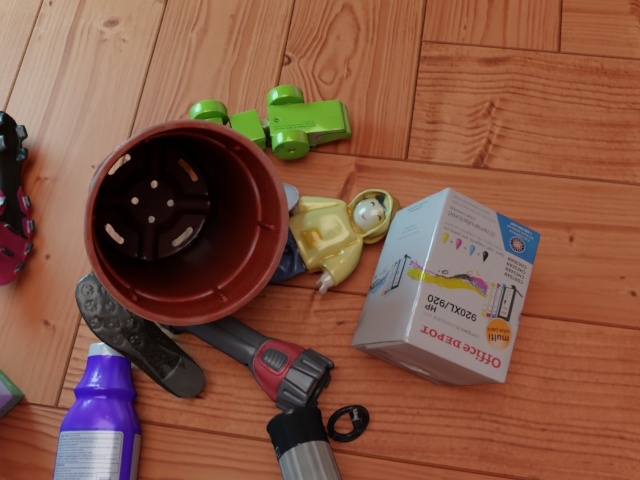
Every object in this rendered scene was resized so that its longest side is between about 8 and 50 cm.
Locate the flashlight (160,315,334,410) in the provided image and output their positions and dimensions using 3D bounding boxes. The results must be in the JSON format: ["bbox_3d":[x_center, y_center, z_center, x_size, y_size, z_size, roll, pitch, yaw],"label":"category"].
[{"bbox_3d":[-0.130,0.159,1.157,0.304,0.103,0.103,27,111,18],"label":"flashlight"}]

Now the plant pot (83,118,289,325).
[{"bbox_3d":[-0.220,-0.043,1.091,0.272,0.265,0.272,-5,102,-24],"label":"plant pot"}]

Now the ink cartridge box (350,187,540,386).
[{"bbox_3d":[0.182,0.077,1.095,0.171,0.168,0.233,25,71,-17],"label":"ink cartridge box"}]

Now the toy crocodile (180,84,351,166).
[{"bbox_3d":[-0.116,-0.182,1.290,0.340,0.105,0.115,-11,68,-5],"label":"toy crocodile"}]

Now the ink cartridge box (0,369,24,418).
[{"bbox_3d":[-0.564,0.240,1.006,0.207,0.353,0.119,-43,85,-12],"label":"ink cartridge box"}]

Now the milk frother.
[{"bbox_3d":[0.014,0.308,1.060,0.143,0.129,0.135,-24,53,2],"label":"milk frother"}]

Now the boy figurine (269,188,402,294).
[{"bbox_3d":[0.000,0.000,1.209,0.285,0.092,0.177,-17,64,1],"label":"boy figurine"}]

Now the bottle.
[{"bbox_3d":[-0.329,0.297,1.115,0.118,0.092,0.283,-2,68,6],"label":"bottle"}]

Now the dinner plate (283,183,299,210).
[{"bbox_3d":[-0.105,-0.064,1.236,0.141,0.017,0.141,-11,29,6],"label":"dinner plate"}]

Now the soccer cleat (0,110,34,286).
[{"bbox_3d":[-0.576,-0.066,1.277,0.143,0.116,0.331,-15,65,15],"label":"soccer cleat"}]

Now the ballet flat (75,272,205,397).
[{"bbox_3d":[-0.275,0.148,1.143,0.250,0.058,0.084,45,74,-12],"label":"ballet flat"}]
